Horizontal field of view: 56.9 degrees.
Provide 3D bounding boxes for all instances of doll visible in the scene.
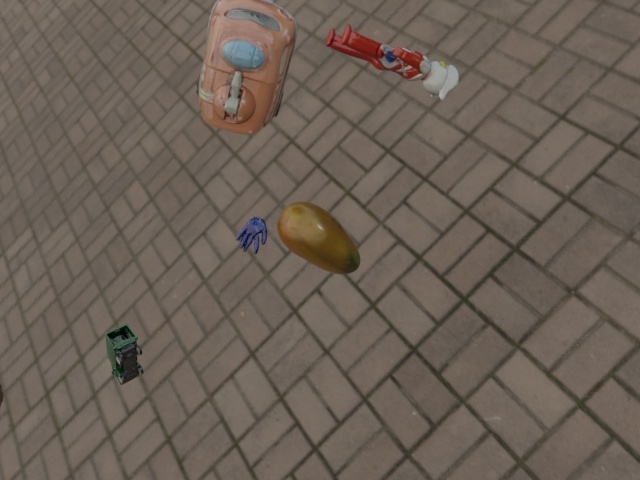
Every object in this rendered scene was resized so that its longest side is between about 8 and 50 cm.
[{"bbox_3d":[0.209,-0.476,1.571,0.099,0.383,0.188,-69,24,9],"label":"doll"}]

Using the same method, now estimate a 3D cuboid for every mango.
[{"bbox_3d":[-0.004,-0.002,1.365,0.120,0.221,0.151,-54,29,-7],"label":"mango"}]

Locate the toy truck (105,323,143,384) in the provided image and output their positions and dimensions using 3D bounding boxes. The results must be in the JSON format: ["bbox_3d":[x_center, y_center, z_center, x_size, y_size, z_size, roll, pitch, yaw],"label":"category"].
[{"bbox_3d":[-0.488,0.290,1.469,0.065,0.147,0.079,-25,54,-35],"label":"toy truck"}]

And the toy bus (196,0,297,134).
[{"bbox_3d":[-0.165,-0.359,1.241,0.232,0.194,0.288,-86,13,-61],"label":"toy bus"}]

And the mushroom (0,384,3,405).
[{"bbox_3d":[-0.787,0.339,1.334,0.135,0.080,0.171,-10,67,-2],"label":"mushroom"}]

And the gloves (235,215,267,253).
[{"bbox_3d":[-0.154,-0.011,1.359,0.086,0.064,0.026,-57,8,-8],"label":"gloves"}]
